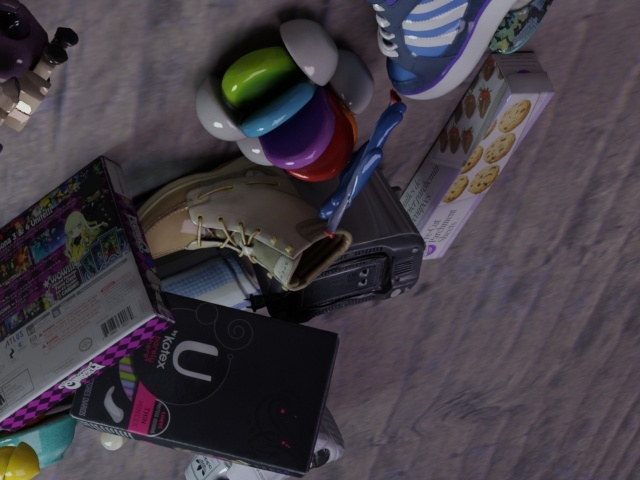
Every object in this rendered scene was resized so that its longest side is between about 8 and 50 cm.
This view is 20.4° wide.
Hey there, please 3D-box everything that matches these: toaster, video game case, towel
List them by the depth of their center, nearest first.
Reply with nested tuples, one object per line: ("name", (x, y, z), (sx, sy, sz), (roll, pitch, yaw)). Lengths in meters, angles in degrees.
("video game case", (-0.280, 0.057, 1.892), (0.232, 0.210, 0.042), (-35, 148, 19))
("toaster", (0.000, 0.000, 2.055), (0.227, 0.146, 0.129), (-16, 149, -12))
("towel", (-0.200, 0.040, 2.100), (0.209, 0.034, 0.285), (-23, 149, 5))

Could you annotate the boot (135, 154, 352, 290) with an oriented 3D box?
("boot", (-0.090, -0.003, 1.923), (0.213, 0.165, 0.077), (-27, 144, -30))

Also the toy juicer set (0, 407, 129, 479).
("toy juicer set", (-0.361, 0.244, 2.223), (0.329, 0.089, 0.209), (-17, -178, -14))

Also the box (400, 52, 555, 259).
("box", (0.172, -0.094, 2.104), (0.067, 0.063, 0.324), (-3, 145, -29))

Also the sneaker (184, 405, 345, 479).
("sneaker", (-0.118, 0.268, 2.419), (0.210, 0.137, 0.366), (-32, 153, 10))

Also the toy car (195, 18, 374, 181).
("toy car", (-0.027, -0.128, 1.837), (0.159, 0.136, 0.182), (-32, 149, 16))

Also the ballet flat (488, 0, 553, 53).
("ballet flat", (0.212, -0.276, 1.778), (0.188, 0.070, 0.070), (-59, 154, -15))

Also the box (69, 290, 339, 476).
("box", (-0.128, 0.158, 2.005), (0.270, 0.165, 0.143), (13, 170, 0))

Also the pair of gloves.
("pair of gloves", (0.042, -0.081, 1.845), (0.159, 0.023, 0.198), (-60, -177, 10))

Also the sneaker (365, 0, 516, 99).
("sneaker", (0.062, -0.262, 1.725), (0.236, 0.130, 0.323), (10, 151, -20))

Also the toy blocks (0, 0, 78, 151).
("toy blocks", (-0.423, -0.084, 1.525), (0.260, 0.288, 0.309), (34, 127, -11))
